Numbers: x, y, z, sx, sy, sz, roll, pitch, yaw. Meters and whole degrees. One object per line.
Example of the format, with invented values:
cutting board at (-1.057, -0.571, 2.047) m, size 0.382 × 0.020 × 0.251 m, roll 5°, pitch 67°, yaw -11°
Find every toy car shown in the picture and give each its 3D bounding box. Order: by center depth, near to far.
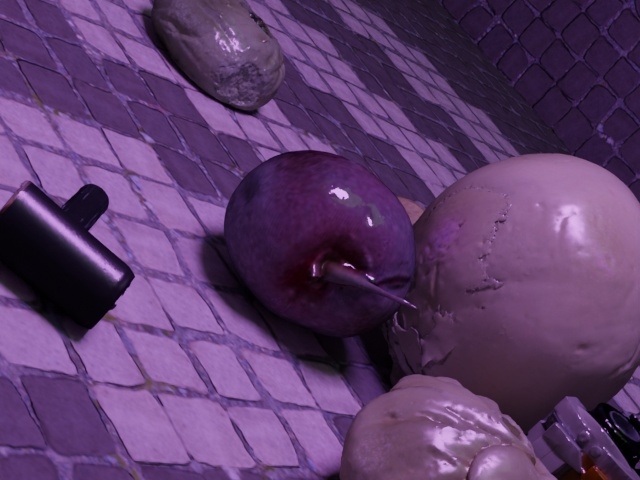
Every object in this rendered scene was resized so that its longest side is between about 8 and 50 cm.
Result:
toy car at (0.291, 0.307, 1.431) m, size 0.118 × 0.193 × 0.301 m, roll 15°, pitch 34°, yaw -55°

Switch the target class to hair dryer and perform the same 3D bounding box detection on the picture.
hair dryer at (-0.215, -0.008, 1.318) m, size 0.128 × 0.070 × 0.255 m, roll 41°, pitch 15°, yaw -5°

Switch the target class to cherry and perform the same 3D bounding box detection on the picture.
cherry at (0.000, 0.000, 1.535) m, size 0.213 × 0.183 × 0.266 m, roll 46°, pitch 2°, yaw -18°

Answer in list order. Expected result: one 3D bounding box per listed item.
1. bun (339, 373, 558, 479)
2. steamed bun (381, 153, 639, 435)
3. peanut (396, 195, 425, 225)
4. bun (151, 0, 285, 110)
bun at (0.133, 0.232, 1.337) m, size 0.259 × 0.160 × 0.259 m, roll 35°, pitch 22°, yaw -16°
steamed bun at (0.213, 0.046, 1.617) m, size 0.233 × 0.312 × 0.334 m, roll 16°, pitch 46°, yaw -32°
peanut at (0.119, 0.026, 1.859) m, size 0.104 × 0.086 × 0.228 m, roll 21°, pitch 29°, yaw -27°
bun at (-0.135, -0.286, 1.980) m, size 0.221 × 0.108 × 0.221 m, roll 36°, pitch 20°, yaw -16°
